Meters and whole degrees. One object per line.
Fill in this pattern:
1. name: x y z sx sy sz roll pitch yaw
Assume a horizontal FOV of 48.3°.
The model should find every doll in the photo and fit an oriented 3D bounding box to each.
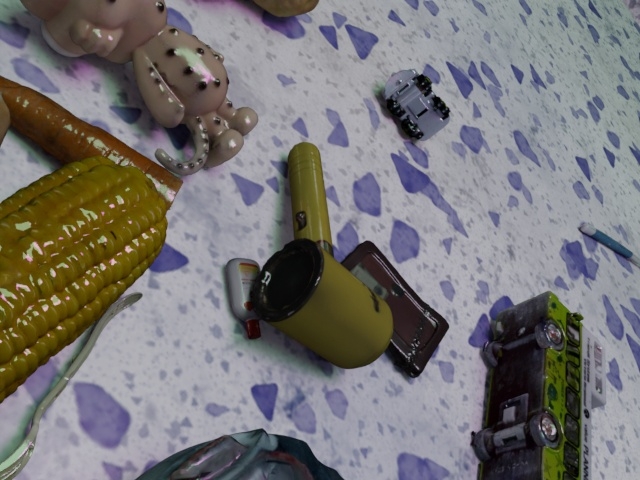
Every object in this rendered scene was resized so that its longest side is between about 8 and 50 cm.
1. doll: -0.179 -0.196 0.736 0.278 0.119 0.154 53 40 -17

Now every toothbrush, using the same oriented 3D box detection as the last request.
1. toothbrush: 0.594 0.019 1.403 0.276 0.019 0.025 25 43 -31

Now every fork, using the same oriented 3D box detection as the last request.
1. fork: -0.198 0.113 0.560 0.029 0.034 0.219 25 40 6

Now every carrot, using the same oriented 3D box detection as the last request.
1. carrot: -0.227 -0.090 0.653 0.210 0.061 0.061 36 43 -15

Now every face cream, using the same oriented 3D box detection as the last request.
1. face cream: -0.073 0.059 0.722 0.040 0.021 0.083 11 57 -42

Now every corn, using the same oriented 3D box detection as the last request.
1. corn: -0.231 0.048 0.499 0.120 0.120 0.363 47 41 -9

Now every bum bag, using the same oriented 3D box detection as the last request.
1. bum bag: 0.083 0.079 0.864 0.159 0.026 0.109 48 40 1

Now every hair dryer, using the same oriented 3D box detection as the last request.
1. hair dryer: 0.000 0.000 0.788 0.135 0.090 0.278 38 32 -37

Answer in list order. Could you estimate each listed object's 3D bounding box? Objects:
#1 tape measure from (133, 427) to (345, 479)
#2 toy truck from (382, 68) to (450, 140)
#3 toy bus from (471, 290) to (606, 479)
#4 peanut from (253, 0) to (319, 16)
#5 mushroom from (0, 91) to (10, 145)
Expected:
1. tape measure: -0.052 0.274 0.499 0.256 0.147 0.275 46 42 -11
2. toy truck: 0.144 -0.211 1.086 0.111 0.076 0.077 52 16 -7
3. toy bus: 0.278 0.218 0.893 0.139 0.113 0.301 38 45 -19
4. peanut: -0.104 -0.367 0.915 0.275 0.111 0.125 13 60 -38
5. mushroom: -0.325 -0.206 0.575 0.159 0.122 0.328 -16 76 -22
